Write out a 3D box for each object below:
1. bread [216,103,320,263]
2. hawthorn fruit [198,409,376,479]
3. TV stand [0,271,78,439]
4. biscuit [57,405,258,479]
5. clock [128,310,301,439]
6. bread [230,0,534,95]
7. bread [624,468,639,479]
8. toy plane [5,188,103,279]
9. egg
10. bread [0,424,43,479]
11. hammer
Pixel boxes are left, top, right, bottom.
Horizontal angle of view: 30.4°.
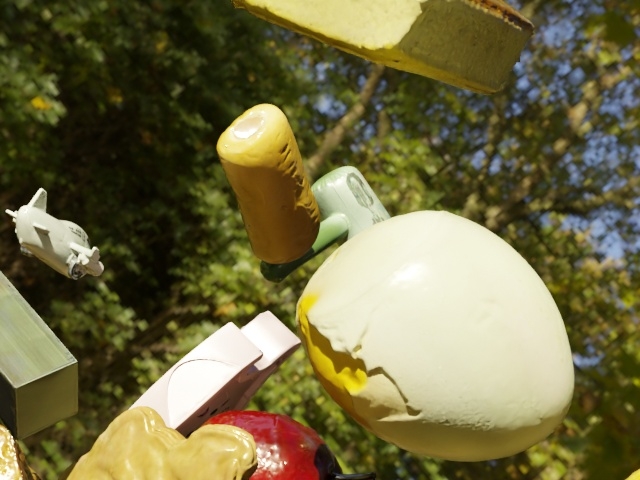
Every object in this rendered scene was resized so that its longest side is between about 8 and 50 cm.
[{"bbox_3d":[-0.078,-0.085,1.987,0.091,0.142,0.305,31,-27,36],"label":"bread"},{"bbox_3d":[-0.052,0.349,1.656,0.266,0.210,0.230,-1,-44,15],"label":"hawthorn fruit"},{"bbox_3d":[-0.383,0.103,1.356,0.269,0.083,0.088,41,-41,34],"label":"TV stand"},{"bbox_3d":[-0.206,0.343,1.302,0.269,0.376,0.051,49,14,28],"label":"biscuit"},{"bbox_3d":[-0.158,0.234,1.831,0.080,0.290,0.275,44,-13,18],"label":"clock"},{"bbox_3d":[0.083,-0.319,1.603,0.323,0.143,0.333,27,13,29],"label":"bread"},{"bbox_3d":[0.341,0.356,1.383,0.102,0.245,0.094,58,0,-29],"label":"bread"},{"bbox_3d":[-0.388,-0.002,1.721,0.174,0.080,0.174,29,-17,10],"label":"toy plane"},{"bbox_3d":[0.146,0.121,1.423,0.345,0.283,0.283,37,-15,-7],"label":"egg"},{"bbox_3d":[-0.527,0.433,1.909,0.344,0.149,0.195,93,-22,-61],"label":"bread"},{"bbox_3d":[0.000,0.000,2.226,0.206,0.335,0.119,55,-42,3],"label":"hammer"}]
